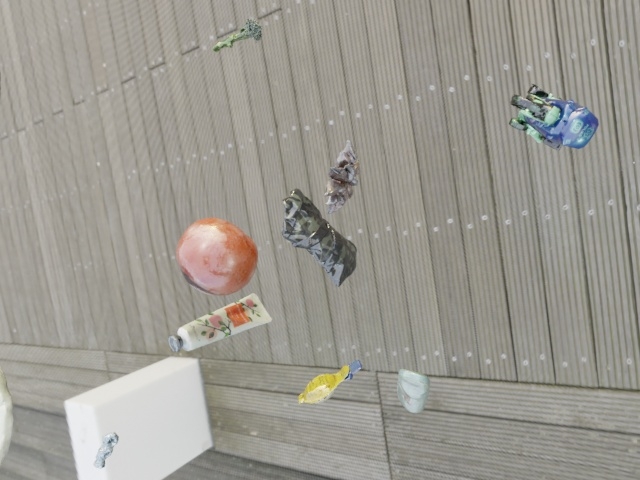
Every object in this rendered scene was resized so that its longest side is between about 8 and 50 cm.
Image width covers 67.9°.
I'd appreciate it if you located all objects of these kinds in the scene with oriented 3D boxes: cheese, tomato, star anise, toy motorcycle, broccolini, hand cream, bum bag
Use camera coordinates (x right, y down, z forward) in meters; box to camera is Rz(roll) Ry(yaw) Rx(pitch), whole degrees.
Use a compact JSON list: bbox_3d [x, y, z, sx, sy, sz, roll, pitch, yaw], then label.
[{"bbox_3d":[0.034,0.489,1.635,0.250,0.156,0.064,-32,98,0],"label":"cheese"},{"bbox_3d":[-0.270,0.046,1.228,0.208,0.208,0.185,17,74,30],"label":"tomato"},{"bbox_3d":[0.063,-0.158,1.253,0.065,0.195,0.182,20,145,15],"label":"star anise"},{"bbox_3d":[0.572,-0.295,1.163,0.196,0.331,0.125,36,113,21],"label":"toy motorcycle"},{"bbox_3d":[-0.254,-0.618,1.448,0.216,0.067,0.058,4,62,48],"label":"broccolini"},{"bbox_3d":[-0.212,0.181,1.026,0.080,0.233,0.050,56,135,16],"label":"hand cream"},{"bbox_3d":[0.000,0.000,1.358,0.095,0.340,0.144,-8,49,40],"label":"bum bag"}]

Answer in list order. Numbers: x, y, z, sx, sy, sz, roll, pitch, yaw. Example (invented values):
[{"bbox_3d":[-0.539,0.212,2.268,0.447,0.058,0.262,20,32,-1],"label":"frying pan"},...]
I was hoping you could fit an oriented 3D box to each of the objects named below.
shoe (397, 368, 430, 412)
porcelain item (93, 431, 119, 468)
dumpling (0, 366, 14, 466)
[{"bbox_3d":[0.283,0.478,1.474,0.103,0.251,0.100,15,62,23],"label":"shoe"},{"bbox_3d":[-0.490,0.478,1.090,0.028,0.036,0.083,16,82,54],"label":"porcelain item"},{"bbox_3d":[-0.450,0.190,0.488,0.242,0.187,0.319,-7,84,7],"label":"dumpling"}]
